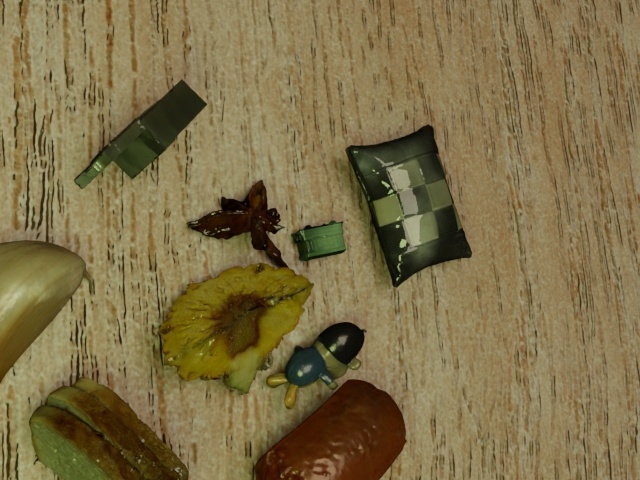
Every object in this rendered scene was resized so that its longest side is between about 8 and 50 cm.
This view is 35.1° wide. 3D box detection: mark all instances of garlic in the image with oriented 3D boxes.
[{"bbox_3d":[-0.414,0.083,1.357,0.245,0.145,0.164,-48,133,-32],"label":"garlic"}]

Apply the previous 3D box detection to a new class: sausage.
[{"bbox_3d":[0.020,0.319,1.506,0.141,0.153,0.268,48,55,7],"label":"sausage"}]

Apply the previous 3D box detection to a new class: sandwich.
[{"bbox_3d":[-0.276,0.343,1.355,0.254,0.289,0.099,29,43,31],"label":"sandwich"}]

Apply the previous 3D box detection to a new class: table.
[{"bbox_3d":[-0.264,-0.141,1.478,0.062,0.146,0.175,45,60,-11],"label":"table"}]

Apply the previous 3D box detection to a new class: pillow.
[{"bbox_3d":[0.153,-0.061,1.718,0.186,0.106,0.250,-17,89,-31],"label":"pillow"}]

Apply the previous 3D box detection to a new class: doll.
[{"bbox_3d":[0.001,0.190,1.575,0.179,0.089,0.102,-35,57,-16],"label":"doll"}]

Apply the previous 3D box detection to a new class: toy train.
[{"bbox_3d":[0.000,0.000,1.654,0.093,0.038,0.056,-11,84,-32],"label":"toy train"}]

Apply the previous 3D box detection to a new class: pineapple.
[{"bbox_3d":[-0.133,0.134,1.518,0.249,0.140,0.164,-34,136,-17],"label":"pineapple"}]

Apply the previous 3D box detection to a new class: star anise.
[{"bbox_3d":[-0.104,-0.003,1.593,0.140,0.144,0.158,24,45,28],"label":"star anise"}]
